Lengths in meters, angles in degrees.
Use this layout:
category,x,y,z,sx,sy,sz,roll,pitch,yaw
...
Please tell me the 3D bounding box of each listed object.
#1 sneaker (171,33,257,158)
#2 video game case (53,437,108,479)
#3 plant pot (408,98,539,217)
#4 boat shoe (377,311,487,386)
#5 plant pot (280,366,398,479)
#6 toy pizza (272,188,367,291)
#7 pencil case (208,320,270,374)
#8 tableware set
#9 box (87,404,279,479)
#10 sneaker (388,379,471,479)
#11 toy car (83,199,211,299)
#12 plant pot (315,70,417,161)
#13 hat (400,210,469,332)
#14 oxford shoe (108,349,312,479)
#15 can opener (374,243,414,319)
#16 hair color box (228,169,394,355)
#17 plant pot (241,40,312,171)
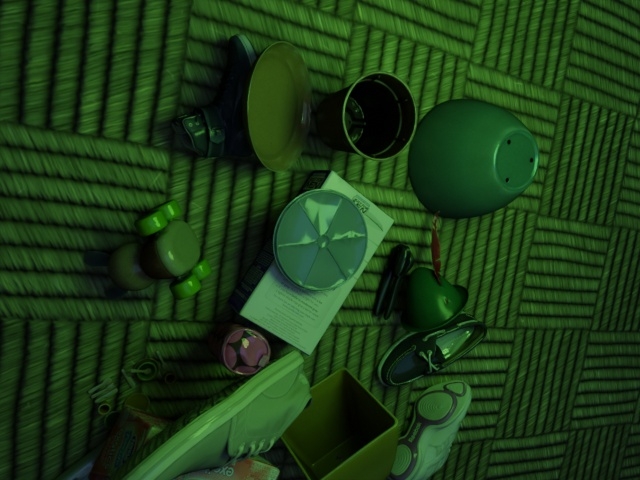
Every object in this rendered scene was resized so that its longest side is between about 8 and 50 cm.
category,x,y,z,sx,sy,sz,roll,pitch,yaw
sneaker,-0.192,-0.261,0.912,0.163,0.086,0.226,-10,104,-27
video game case,-0.424,0.569,0.970,0.329,0.036,0.300,-37,113,-16
plant pot,0.377,-0.185,1.144,0.290,0.195,0.290,-5,101,-25
boat shoe,0.280,0.271,1.232,0.302,0.091,0.114,-32,111,-18
plant pot,0.044,0.453,1.096,0.212,0.212,0.187,-29,123,-19
toy pizza,0.000,0.000,0.965,0.201,0.032,0.201,-3,98,-24
pencil case,-0.153,0.202,0.943,0.098,0.209,0.095,41,76,-10
tableware set,-0.357,0.293,0.963,0.154,0.024,0.104,-29,110,-20
box,-0.249,0.439,0.938,0.300,0.154,0.142,36,68,-34
sneaker,0.289,0.496,1.283,0.305,0.114,0.152,-52,130,-5
toy car,-0.323,0.038,0.901,0.188,0.149,0.155,-21,106,9
plant pot,0.080,-0.246,1.004,0.167,0.165,0.167,-5,102,-25
hat,0.227,0.078,1.146,0.173,0.208,0.183,-23,106,24
oxford shoe,-0.148,0.318,0.843,0.449,0.169,0.130,-16,78,-59
can opener,0.167,0.096,1.171,0.073,0.059,0.186,6,107,-53
hair color box,-0.018,0.042,1.039,0.185,0.110,0.339,36,84,-24
plant pot,-0.082,-0.249,0.936,0.236,0.032,0.236,-37,132,-55
